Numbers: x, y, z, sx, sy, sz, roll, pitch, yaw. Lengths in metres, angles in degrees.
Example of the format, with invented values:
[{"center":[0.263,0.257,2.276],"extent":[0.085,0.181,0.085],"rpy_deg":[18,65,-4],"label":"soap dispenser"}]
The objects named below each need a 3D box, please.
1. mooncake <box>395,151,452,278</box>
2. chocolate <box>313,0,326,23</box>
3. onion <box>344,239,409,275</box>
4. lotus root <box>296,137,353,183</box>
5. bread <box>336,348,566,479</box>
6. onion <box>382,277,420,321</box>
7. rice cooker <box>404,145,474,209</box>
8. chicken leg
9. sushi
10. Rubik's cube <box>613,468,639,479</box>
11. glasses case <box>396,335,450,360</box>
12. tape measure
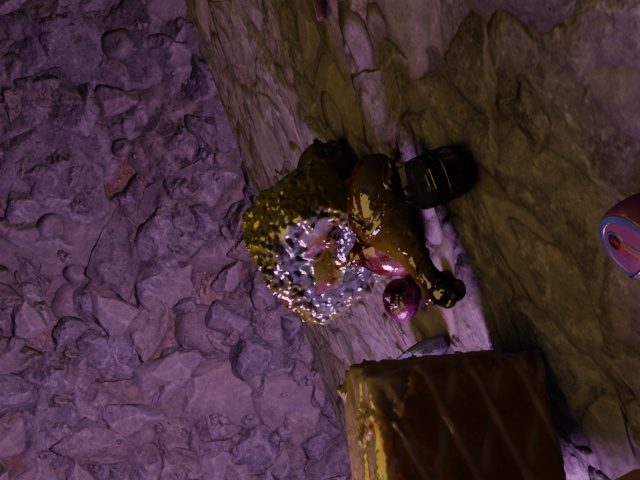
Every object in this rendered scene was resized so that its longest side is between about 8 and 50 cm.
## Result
[{"center":[0.237,-0.038,1.599],"extent":[0.346,0.057,0.150],"rpy_deg":[62,153,-3],"label":"mooncake"},{"center":[-0.004,-0.573,1.714],"extent":[0.064,0.031,0.100],"rpy_deg":[-96,-8,-75],"label":"chocolate"},{"center":[0.147,0.018,1.707],"extent":[0.159,0.195,0.159],"rpy_deg":[-18,-90,-89],"label":"onion"},{"center":[0.009,-0.164,2.032],"extent":[0.160,0.152,0.274],"rpy_deg":[56,162,28],"label":"lotus root"},{"center":[0.248,0.406,1.403],"extent":[0.279,0.371,0.389],"rpy_deg":[132,134,-70],"label":"bread"},{"center":[0.207,0.154,1.882],"extent":[0.115,0.104,0.115],"rpy_deg":[-16,68,46],"label":"onion"},{"center":[0.225,-0.122,1.391],"extent":[0.112,0.107,0.165],"rpy_deg":[69,162,-2],"label":"rice cooker"},{"center":[0.155,-0.010,1.552],"extent":[0.211,0.140,0.361],"rpy_deg":[-15,99,61],"label":"chicken leg"},{"center":[0.000,0.000,1.890],"extent":[0.396,0.351,0.240],"rpy_deg":[52,-171,-43],"label":"sushi"},{"center":[0.480,0.609,1.168],"extent":[0.290,0.291,0.291],"rpy_deg":[82,161,-45],"label":"Rubik's cube"},{"center":[0.261,0.308,1.897],"extent":[0.282,0.109,0.067],"rpy_deg":[106,141,-67],"label":"glasses case"},{"center":[0.420,0.002,0.919],"extent":[0.118,0.074,0.125],"rpy_deg":[47,161,42],"label":"tape measure"}]
